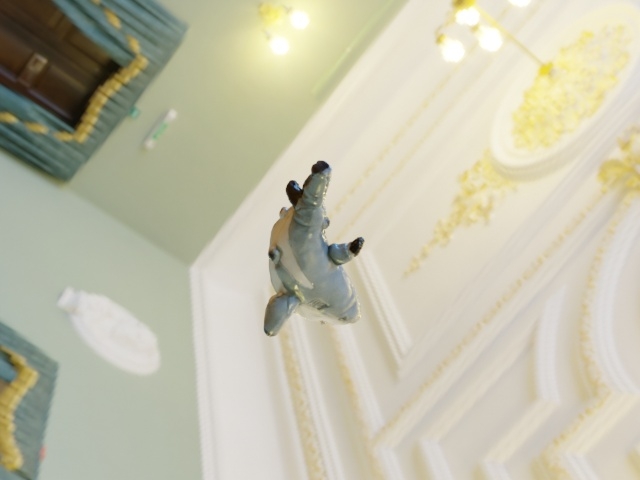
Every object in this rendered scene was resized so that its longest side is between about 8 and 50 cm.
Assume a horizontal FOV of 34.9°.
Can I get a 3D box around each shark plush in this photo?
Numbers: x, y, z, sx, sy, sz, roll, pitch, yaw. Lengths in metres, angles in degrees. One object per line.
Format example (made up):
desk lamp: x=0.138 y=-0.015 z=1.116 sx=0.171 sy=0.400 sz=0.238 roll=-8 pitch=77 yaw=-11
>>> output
shark plush: x=0.000 y=0.000 z=0.713 sx=0.073 sy=0.067 sz=0.161 roll=-77 pitch=173 yaw=-52
